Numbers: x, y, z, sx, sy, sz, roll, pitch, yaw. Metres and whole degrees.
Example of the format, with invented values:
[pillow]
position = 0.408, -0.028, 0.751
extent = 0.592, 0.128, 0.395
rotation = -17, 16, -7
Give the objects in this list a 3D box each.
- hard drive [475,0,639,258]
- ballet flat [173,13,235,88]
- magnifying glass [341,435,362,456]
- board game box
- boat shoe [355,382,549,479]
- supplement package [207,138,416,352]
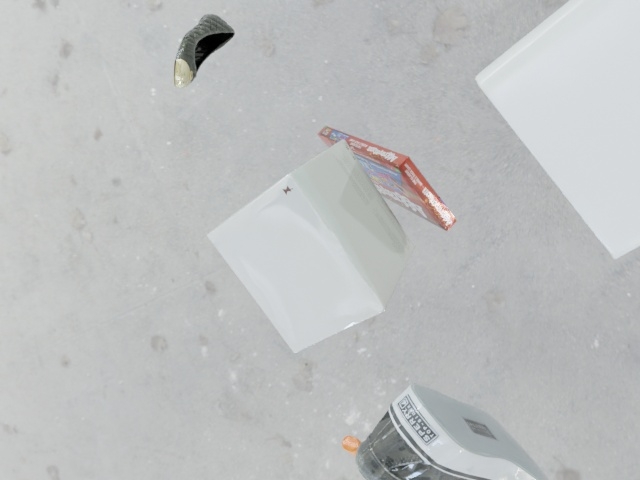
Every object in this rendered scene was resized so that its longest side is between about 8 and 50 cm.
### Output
[hard drive]
position = 0.301, -0.142, 0.368
extent = 0.307, 0.040, 0.203
rotation = -37, 108, 26
[ballet flat]
position = -0.171, -0.279, 0.748
extent = 0.049, 0.173, 0.057
rotation = 19, 142, -4
[magnifying glass]
position = 0.090, 0.362, 0.826
extent = 0.092, 0.026, 0.231
rotation = 9, 148, 35
[board game box]
position = 0.100, -0.112, 0.858
extent = 0.027, 0.281, 0.145
rotation = -48, 121, -1
[boat shoe]
position = 0.152, 0.247, 0.546
extent = 0.105, 0.306, 0.113
rotation = -47, 44, 10
[supplement package]
position = 0.000, 0.000, 0.692
extent = 0.149, 0.203, 0.194
rotation = -31, 98, 29
